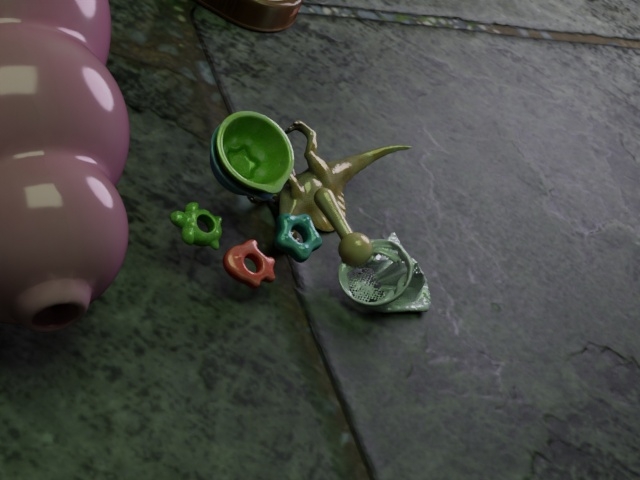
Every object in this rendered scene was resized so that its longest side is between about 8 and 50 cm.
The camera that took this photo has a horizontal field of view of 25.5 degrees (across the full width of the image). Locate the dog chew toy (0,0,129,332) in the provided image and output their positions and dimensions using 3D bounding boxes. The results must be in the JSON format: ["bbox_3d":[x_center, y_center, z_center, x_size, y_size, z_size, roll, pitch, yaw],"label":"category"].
[{"bbox_3d":[-0.228,-0.087,0.993,0.206,0.207,0.332,-3,57,-33],"label":"dog chew toy"}]

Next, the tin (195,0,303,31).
[{"bbox_3d":[-0.102,-0.271,1.375,0.189,0.040,0.106,30,36,1],"label":"tin"}]

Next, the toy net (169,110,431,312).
[{"bbox_3d":[0.000,0.000,1.115,0.232,0.045,0.122,31,52,-17],"label":"toy net"}]

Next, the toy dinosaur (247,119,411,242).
[{"bbox_3d":[-0.007,-0.052,1.204,0.093,0.053,0.183,48,49,-1],"label":"toy dinosaur"}]
